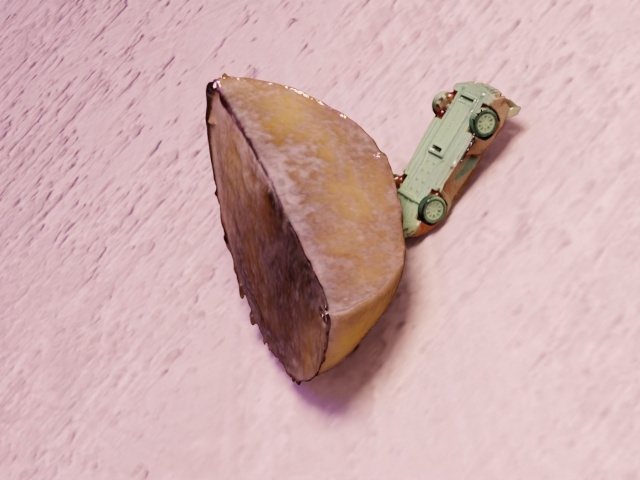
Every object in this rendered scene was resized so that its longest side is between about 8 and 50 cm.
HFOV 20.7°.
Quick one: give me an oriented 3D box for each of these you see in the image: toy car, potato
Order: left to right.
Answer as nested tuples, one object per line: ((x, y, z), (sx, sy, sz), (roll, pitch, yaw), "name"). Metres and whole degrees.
((0.003, 0.001, 1.178), (0.100, 0.120, 0.261), (-9, 44, -17), "potato")
((0.084, -0.052, 1.183), (0.122, 0.035, 0.059), (-61, 33, 3), "toy car")
